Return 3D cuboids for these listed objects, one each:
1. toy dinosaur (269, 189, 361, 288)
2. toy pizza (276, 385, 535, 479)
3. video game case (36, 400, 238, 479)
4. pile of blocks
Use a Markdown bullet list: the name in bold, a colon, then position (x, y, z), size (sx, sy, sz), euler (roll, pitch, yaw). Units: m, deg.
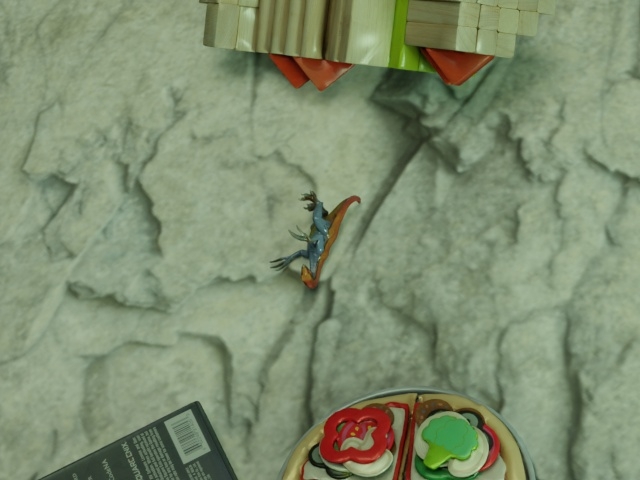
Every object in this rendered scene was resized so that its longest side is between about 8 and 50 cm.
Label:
- **toy dinosaur**: position (0.000, 0.000, 1.423), size (0.090, 0.047, 0.082), euler (-11, 67, -6)
- **toy pizza**: position (0.058, 0.187, 1.251), size (0.201, 0.032, 0.201), euler (-8, 49, 10)
- **video game case**: position (-0.179, 0.254, 1.271), size (0.274, 0.026, 0.196), euler (-27, 49, -5)
- **pile of blocks**: position (0.040, -0.188, 1.542), size (0.362, 0.149, 0.112), euler (11, 98, 35)
